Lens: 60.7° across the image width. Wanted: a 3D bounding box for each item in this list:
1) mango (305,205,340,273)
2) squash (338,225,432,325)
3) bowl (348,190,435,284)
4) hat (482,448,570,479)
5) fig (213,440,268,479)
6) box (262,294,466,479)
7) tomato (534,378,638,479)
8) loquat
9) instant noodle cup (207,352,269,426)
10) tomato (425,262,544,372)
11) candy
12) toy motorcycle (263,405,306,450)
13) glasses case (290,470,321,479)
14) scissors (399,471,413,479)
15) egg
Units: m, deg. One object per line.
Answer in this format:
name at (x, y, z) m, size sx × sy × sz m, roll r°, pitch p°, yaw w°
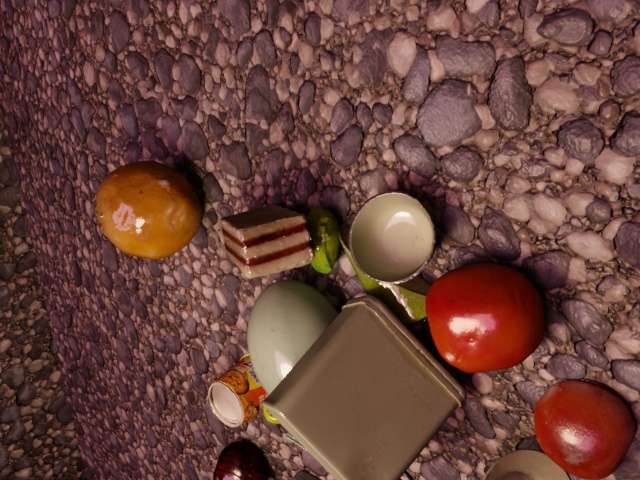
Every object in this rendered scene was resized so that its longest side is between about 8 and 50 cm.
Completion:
mango at (-0.001, 0.000, 1.444) m, size 0.100 × 0.119 × 0.179 m, roll 1°, pitch 106°, yaw 23°
squash at (0.158, 0.071, 1.350) m, size 0.203 × 0.111 × 0.289 m, roll -27°, pitch 87°, yaw 41°
bowl at (0.179, -0.003, 1.276) m, size 0.211 × 0.112 × 0.212 m, roll -2°, pitch 84°, yaw 25°
hat at (0.450, 0.612, 1.278) m, size 0.257 × 0.257 × 0.130 m, roll 62°, pitch 164°, yaw 3°
fig at (-0.258, 0.841, 1.950) m, size 0.249 × 0.186 × 0.204 m, roll 9°, pitch 94°, yaw 29°
box at (0.103, 0.374, 1.290) m, size 0.352 × 0.344 × 0.177 m, roll 47°, pitch 160°, yaw -5°
tomato at (0.542, 0.412, 1.160) m, size 0.199 × 0.112 × 0.228 m, roll 21°, pitch 116°, yaw 35°
loquat at (-0.540, -0.097, 1.722) m, size 0.328 × 0.328 × 0.329 m, roll 16°, pitch 116°, yaw 35°
instant noodle cup at (-0.259, 0.507, 1.818) m, size 0.213 × 0.174 × 0.213 m, roll 15°, pitch 115°, yaw 34°
tomato at (0.350, 0.175, 1.180) m, size 0.259 × 0.180 × 0.260 m, roll 15°, pitch 117°, yaw 30°
candy at (-0.151, -0.005, 1.447) m, size 0.320 × 0.179 × 0.135 m, roll -158°, pitch 55°, yaw -69°
toy motorcycle at (0.006, 0.511, 1.593) m, size 0.326 × 0.200 × 0.191 m, roll 24°, pitch 130°, yaw 23°
glasses case at (0.034, 0.882, 1.785) m, size 0.323 × 0.074 × 0.131 m, roll 17°, pitch 116°, yaw 34°
scissors at (0.153, 0.647, 1.632) m, size 0.300 × 0.022 × 0.109 m, roll 40°, pitch 124°, yaw 23°
egg at (-0.057, 0.292, 1.493) m, size 0.276 × 0.276 × 0.389 m, roll -39°, pitch 64°, yaw 42°
